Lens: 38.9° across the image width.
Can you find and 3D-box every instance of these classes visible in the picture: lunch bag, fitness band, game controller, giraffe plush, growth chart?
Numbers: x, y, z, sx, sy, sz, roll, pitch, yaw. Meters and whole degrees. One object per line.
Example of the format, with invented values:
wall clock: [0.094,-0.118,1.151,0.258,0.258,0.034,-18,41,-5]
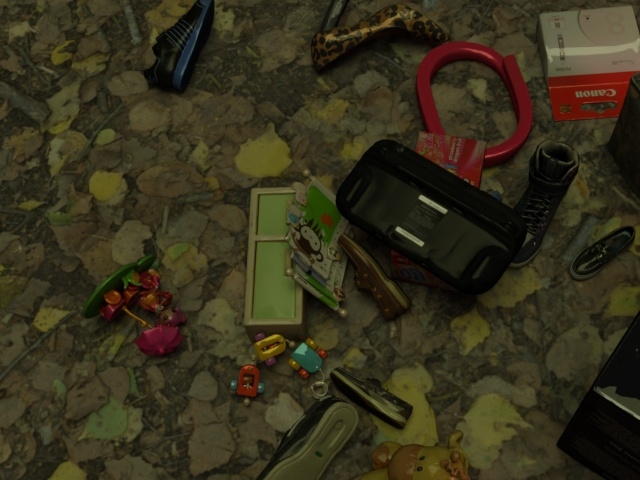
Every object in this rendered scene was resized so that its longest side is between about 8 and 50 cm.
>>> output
lunch bag: [0.647,-0.140,1.572,0.168,0.235,0.287,-20,64,-3]
fitness band: [0.299,-0.270,1.775,0.209,0.054,0.291,-12,62,2]
game controller: [0.183,-0.044,1.532,0.319,0.067,0.166,33,86,19]
giraffe plush: [0.162,0.372,1.391,0.210,0.170,0.181,-8,63,1]
growth chart: [0.000,0.000,1.610,0.021,0.172,0.237,-24,43,41]

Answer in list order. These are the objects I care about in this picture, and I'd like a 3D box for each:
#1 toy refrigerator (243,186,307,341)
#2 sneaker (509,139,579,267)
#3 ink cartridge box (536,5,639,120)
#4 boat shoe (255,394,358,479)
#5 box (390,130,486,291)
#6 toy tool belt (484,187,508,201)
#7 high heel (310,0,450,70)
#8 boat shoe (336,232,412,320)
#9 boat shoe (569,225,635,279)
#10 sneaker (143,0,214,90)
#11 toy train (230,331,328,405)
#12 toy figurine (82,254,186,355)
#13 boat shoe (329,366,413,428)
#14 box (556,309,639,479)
toy refrigerator: [-0.076,0.039,1.623,0.102,0.094,0.270,-1,63,5]
sneaker: [0.384,-0.073,1.604,0.086,0.163,0.226,26,70,15]
ink cartridge box: [0.539,-0.354,1.793,0.189,0.066,0.232,-4,59,3]
boat shoe: [-0.036,0.351,1.485,0.233,0.084,0.079,-47,31,-10]
box: [0.213,-0.053,1.629,0.128,0.123,0.257,11,65,11]
toy tool belt: [0.313,-0.060,1.647,0.051,0.052,0.083,-15,33,28]
high heel: [0.117,-0.395,1.849,0.261,0.093,0.186,22,85,6]
boat shoe: [0.085,0.064,1.599,0.060,0.064,0.178,-41,85,5]
boat shoe: [0.502,0.018,1.614,0.142,0.040,0.049,-34,66,-12]
sneaker: [-0.291,-0.420,1.880,0.090,0.081,0.232,16,67,5]
toy train: [-0.069,0.221,1.562,0.166,0.046,0.125,3,87,-4]
toy figurine: [-0.302,0.129,1.607,0.159,0.130,0.173,42,48,8]
boat shoe: [0.086,0.257,1.525,0.152,0.056,0.049,35,66,10]
box: [0.540,0.189,1.373,0.179,0.312,0.343,33,70,19]
